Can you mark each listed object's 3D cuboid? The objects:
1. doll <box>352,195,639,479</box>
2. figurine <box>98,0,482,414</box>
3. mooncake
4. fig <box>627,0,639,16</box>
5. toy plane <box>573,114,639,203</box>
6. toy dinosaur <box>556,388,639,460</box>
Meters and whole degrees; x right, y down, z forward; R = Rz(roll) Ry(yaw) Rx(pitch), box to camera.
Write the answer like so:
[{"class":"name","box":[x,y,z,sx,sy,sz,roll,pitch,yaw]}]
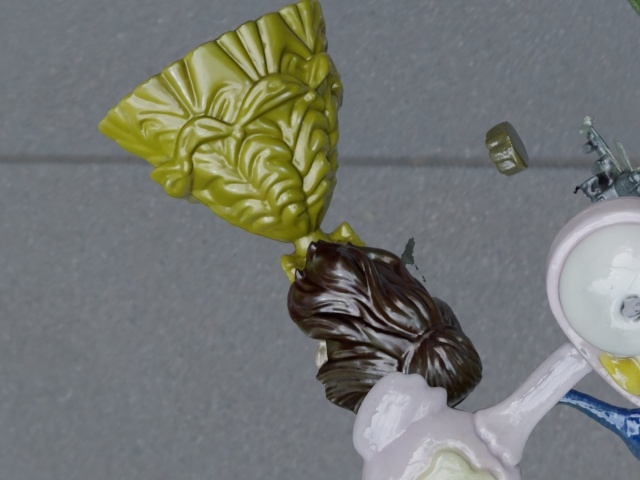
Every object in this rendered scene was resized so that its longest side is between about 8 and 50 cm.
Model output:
[{"class":"doll","box":[0.141,0.104,0.849,0.365,0.094,0.160,-41,96,16]},{"class":"figurine","box":[-0.002,0.001,0.992,0.168,0.187,0.315,-34,86,42]},{"class":"mooncake","box":[0.126,-0.032,1.254,0.057,0.346,0.150,-36,76,39]},{"class":"fig","box":[0.363,-0.287,1.131,0.203,0.203,0.235,14,134,16]},{"class":"toy plane","box":[0.324,-0.032,1.438,0.088,0.262,0.192,-27,78,-9]},{"class":"toy dinosaur","box":[0.326,0.141,1.168,0.247,0.075,0.188,-37,95,19]}]
